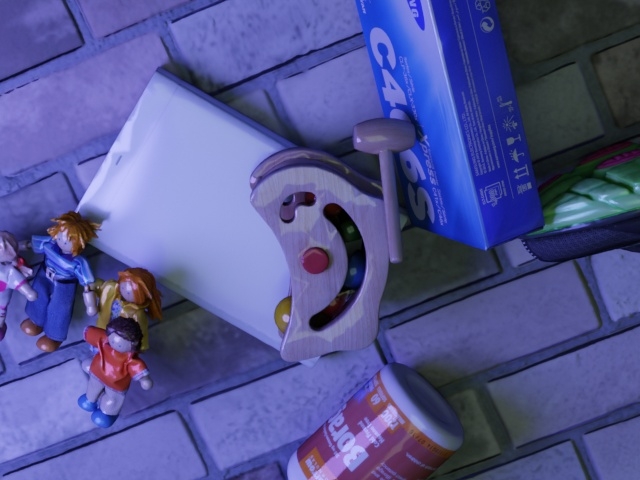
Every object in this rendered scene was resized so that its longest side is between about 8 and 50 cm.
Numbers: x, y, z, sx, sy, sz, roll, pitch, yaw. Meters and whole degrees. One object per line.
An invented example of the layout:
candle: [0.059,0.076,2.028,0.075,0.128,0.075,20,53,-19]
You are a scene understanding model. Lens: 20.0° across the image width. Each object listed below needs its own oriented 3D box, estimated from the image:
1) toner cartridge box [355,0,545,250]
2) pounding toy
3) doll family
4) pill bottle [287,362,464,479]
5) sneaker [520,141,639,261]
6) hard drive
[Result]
toner cartridge box: [0.118,-0.173,1.814,0.075,0.165,0.347,-22,107,-22]
pounding toy: [0.000,0.000,1.841,0.154,0.155,0.269,8,108,-5]
doll family: [-0.257,0.059,1.926,0.263,0.118,0.163,34,130,14]
pill bottle: [0.043,0.244,1.978,0.121,0.121,0.216,42,104,-11]
sneaker: [0.439,-0.002,1.857,0.483,0.185,0.202,-1,104,3]
hard drive: [-0.090,-0.022,1.941,0.308,0.040,0.203,30,106,-7]
